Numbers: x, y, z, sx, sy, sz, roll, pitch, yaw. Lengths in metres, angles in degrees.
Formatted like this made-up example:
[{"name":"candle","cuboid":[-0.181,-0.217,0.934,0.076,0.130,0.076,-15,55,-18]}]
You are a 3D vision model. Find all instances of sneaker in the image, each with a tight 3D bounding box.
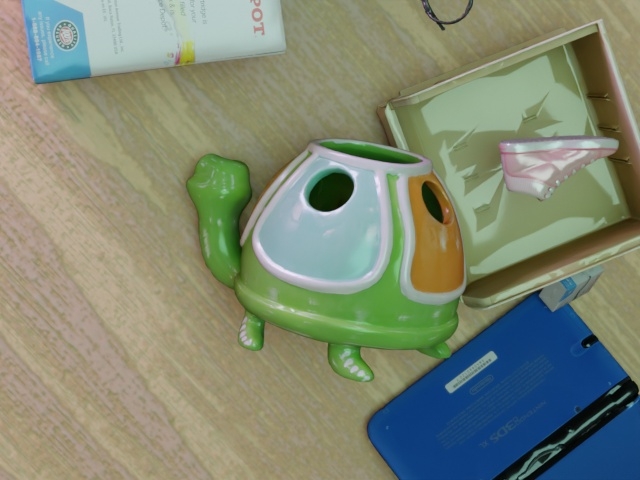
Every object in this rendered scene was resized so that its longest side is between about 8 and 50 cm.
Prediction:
[{"name":"sneaker","cuboid":[0.266,-0.081,1.786,0.134,0.051,0.070,-4,98,-5]}]

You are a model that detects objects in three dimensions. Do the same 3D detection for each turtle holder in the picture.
[{"name":"turtle holder","cuboid":[0.019,0.001,1.792,0.243,0.320,0.228,-2,107,-34]}]

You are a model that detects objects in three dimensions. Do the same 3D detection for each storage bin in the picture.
[{"name":"storage bin","cuboid":[0.234,-0.088,1.866,0.260,0.123,0.262,-22,100,-7]}]

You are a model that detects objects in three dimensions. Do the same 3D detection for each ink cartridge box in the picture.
[{"name":"ink cartridge box","cuboid":[0.305,0.047,1.912,0.083,0.048,0.028,-26,66,-34]},{"name":"ink cartridge box","cuboid":[-0.189,-0.284,1.736,0.270,0.197,0.198,-8,97,-8]}]

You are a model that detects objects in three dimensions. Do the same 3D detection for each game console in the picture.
[{"name":"game console","cuboid":[0.245,0.251,1.954,0.293,0.173,0.250,-37,70,-4]}]

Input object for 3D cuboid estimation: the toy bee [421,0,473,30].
[{"name":"toy bee","cuboid":[0.058,-0.349,1.814,0.195,0.162,0.298,-32,88,27]}]
